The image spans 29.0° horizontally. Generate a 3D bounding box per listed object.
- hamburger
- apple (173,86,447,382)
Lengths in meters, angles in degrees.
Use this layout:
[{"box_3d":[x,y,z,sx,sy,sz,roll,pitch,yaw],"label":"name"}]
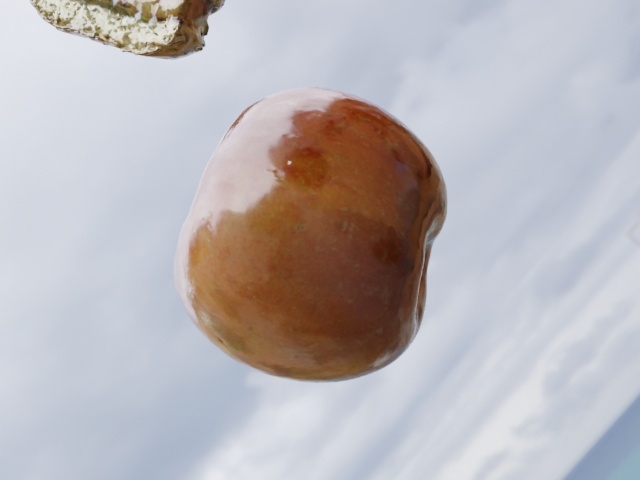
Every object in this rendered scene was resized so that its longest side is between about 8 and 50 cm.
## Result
[{"box_3d":[-0.220,-0.274,1.433,0.131,0.262,0.124,23,-89,-58],"label":"hamburger"},{"box_3d":[0.000,0.000,1.072,0.253,0.253,0.253,-44,-16,-16],"label":"apple"}]
